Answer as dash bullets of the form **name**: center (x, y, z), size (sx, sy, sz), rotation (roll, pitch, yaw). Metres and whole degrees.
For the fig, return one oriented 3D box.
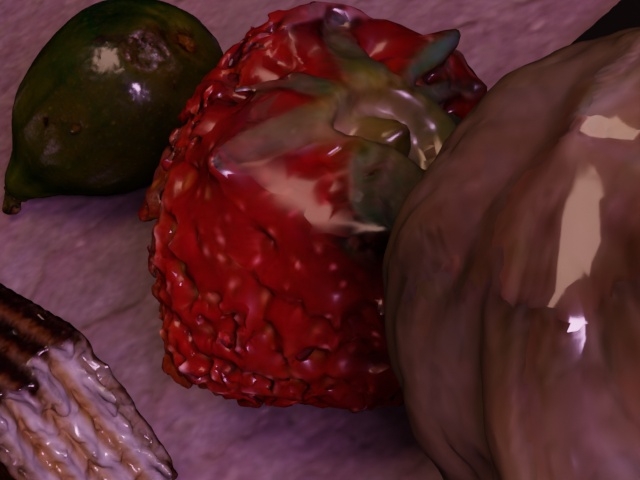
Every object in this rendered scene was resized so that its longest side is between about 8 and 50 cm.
- **fig**: center (-0.140, -0.071, 1.072), size (0.177, 0.117, 0.117), rotation (-27, 34, 27)

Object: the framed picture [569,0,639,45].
- **framed picture**: center (0.213, -0.144, 0.804), size (0.324, 0.013, 0.244), rotation (-41, 9, 14)

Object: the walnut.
- **walnut**: center (0.143, 0.031, 0.614), size (0.248, 0.248, 0.248), rotation (-21, 37, 17)

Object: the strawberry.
- **strawberry**: center (0.000, 0.000, 0.827), size (0.184, 0.186, 0.201), rotation (-19, -19, -51)

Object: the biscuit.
- **biscuit**: center (-0.174, 0.069, 0.919), size (0.070, 0.106, 0.252), rotation (-45, 38, -19)
